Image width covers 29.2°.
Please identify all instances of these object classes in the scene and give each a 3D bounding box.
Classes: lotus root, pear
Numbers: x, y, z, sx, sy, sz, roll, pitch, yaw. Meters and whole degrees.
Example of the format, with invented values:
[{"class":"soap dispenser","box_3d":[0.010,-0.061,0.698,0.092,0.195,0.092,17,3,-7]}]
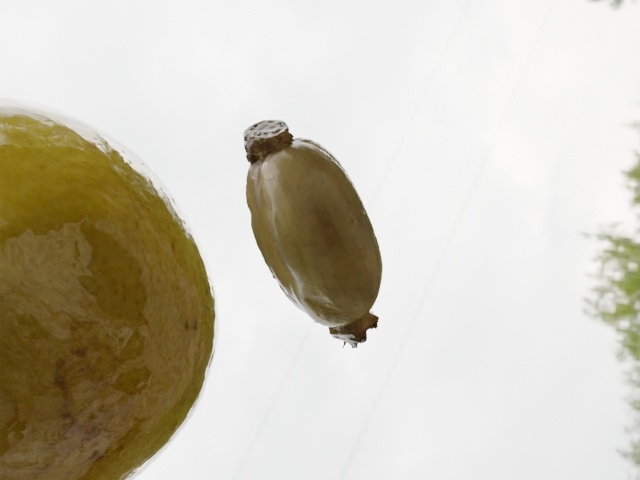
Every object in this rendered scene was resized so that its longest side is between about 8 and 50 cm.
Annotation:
[{"class":"lotus root","box_3d":[0.000,0.000,0.688,0.062,0.073,0.150,-32,-65,-20]},{"class":"pear","box_3d":[-0.218,0.052,0.794,0.314,0.314,0.314,-17,-70,-54]}]
